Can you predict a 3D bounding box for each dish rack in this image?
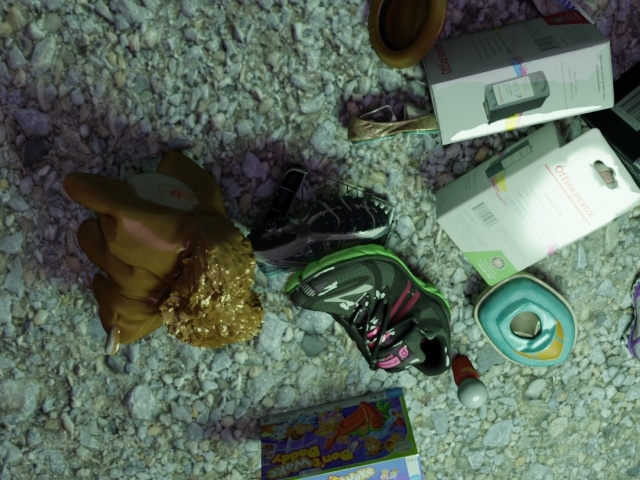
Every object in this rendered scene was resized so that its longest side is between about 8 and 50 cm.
[{"bbox_3d":[0.014,-0.031,1.705,0.271,0.074,0.208,21,114,-14],"label":"dish rack"}]

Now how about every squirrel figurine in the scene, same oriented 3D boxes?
[{"bbox_3d":[-0.301,0.079,1.585,0.397,0.281,0.370,34,122,16],"label":"squirrel figurine"}]

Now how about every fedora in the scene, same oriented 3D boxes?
[{"bbox_3d":[0.173,-0.408,1.503,0.079,0.194,0.194,-6,124,-43],"label":"fedora"}]

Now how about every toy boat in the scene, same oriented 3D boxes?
[{"bbox_3d":[0.419,0.235,1.827,0.267,0.148,0.318,38,108,-20],"label":"toy boat"}]

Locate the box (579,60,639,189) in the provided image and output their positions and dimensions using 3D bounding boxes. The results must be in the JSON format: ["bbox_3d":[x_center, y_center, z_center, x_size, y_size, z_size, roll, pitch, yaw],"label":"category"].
[{"bbox_3d":[0.733,-0.134,1.584,0.212,0.293,0.395,-40,113,15],"label":"box"}]

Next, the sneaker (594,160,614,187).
[{"bbox_3d":[0.536,-0.131,1.710,0.134,0.051,0.070,-12,102,11],"label":"sneaker"}]

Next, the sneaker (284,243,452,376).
[{"bbox_3d":[0.129,0.152,1.646,0.185,0.202,0.482,-35,140,30],"label":"sneaker"}]

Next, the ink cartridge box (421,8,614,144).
[{"bbox_3d":[0.347,-0.302,1.497,0.306,0.226,0.131,-13,119,9],"label":"ink cartridge box"}]

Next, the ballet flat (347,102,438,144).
[{"bbox_3d":[0.153,-0.235,1.618,0.206,0.073,0.067,-9,103,-4],"label":"ballet flat"}]

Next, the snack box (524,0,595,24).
[{"bbox_3d":[0.435,-0.448,1.554,0.178,0.022,0.064,37,109,-20],"label":"snack box"}]

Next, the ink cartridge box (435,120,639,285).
[{"bbox_3d":[0.430,-0.087,1.641,0.353,0.119,0.207,-31,114,26],"label":"ink cartridge box"}]

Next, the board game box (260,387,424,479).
[{"bbox_3d":[0.041,0.469,1.869,0.347,0.233,0.078,-13,117,2],"label":"board game box"}]

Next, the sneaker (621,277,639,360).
[{"bbox_3d":[0.750,0.181,1.850,0.095,0.104,0.236,0,116,-3],"label":"sneaker"}]

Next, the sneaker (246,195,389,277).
[{"bbox_3d":[0.000,0.000,1.640,0.282,0.110,0.122,-12,136,3],"label":"sneaker"}]
